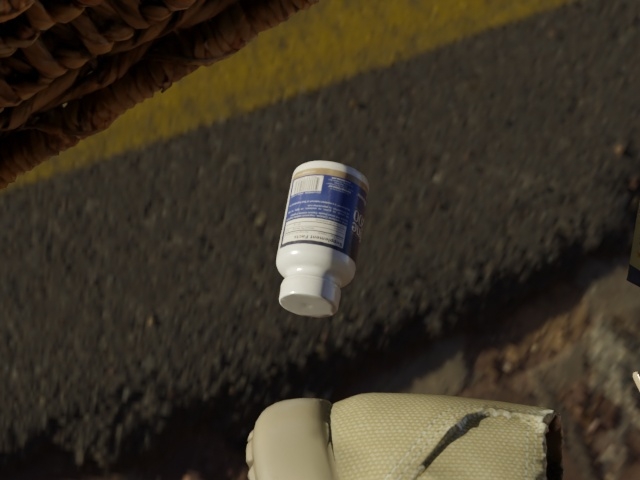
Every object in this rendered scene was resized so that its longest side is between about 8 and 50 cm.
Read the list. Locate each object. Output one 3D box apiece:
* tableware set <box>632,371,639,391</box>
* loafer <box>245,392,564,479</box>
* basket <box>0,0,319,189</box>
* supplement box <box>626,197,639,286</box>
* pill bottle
[{"bbox_3d":[0.311,0.138,1.596,0.020,0.168,0.141,-7,64,-25],"label":"tableware set"},{"bbox_3d":[0.056,0.142,0.474,0.092,0.102,0.268,-22,59,3],"label":"loafer"},{"bbox_3d":[-0.130,-0.093,0.741,0.299,0.223,0.213,-28,27,10],"label":"basket"},{"bbox_3d":[0.187,-0.018,0.874,0.083,0.083,0.056,-21,38,-37],"label":"supplement box"},{"bbox_3d":[0.000,0.000,1.642,0.067,0.067,0.120,12,65,-4],"label":"pill bottle"}]
